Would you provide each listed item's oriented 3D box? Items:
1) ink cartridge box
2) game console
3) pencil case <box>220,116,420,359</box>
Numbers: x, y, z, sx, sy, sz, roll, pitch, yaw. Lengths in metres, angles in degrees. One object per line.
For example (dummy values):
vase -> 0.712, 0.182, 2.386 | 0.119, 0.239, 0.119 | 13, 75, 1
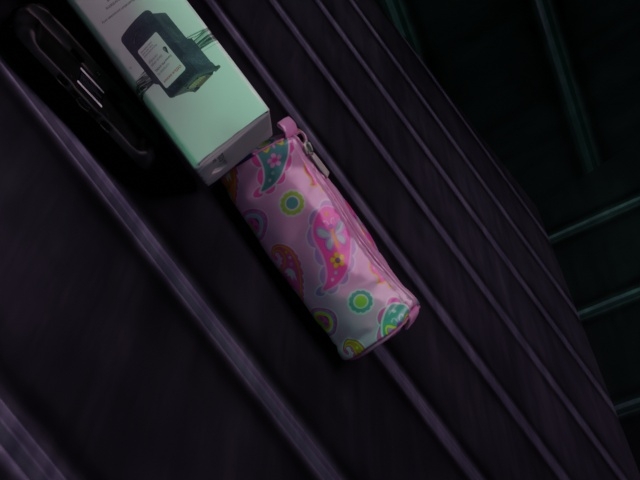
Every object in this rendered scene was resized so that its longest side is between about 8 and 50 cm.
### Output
ink cartridge box -> -0.158, -0.186, 1.275 | 0.237, 0.100, 0.172 | 53, -3, 2
game console -> -0.283, -0.197, 1.148 | 0.361, 0.044, 0.213 | 48, 20, -23
pencil case -> 0.000, 0.000, 1.413 | 0.284, 0.124, 0.124 | 56, 17, -1
